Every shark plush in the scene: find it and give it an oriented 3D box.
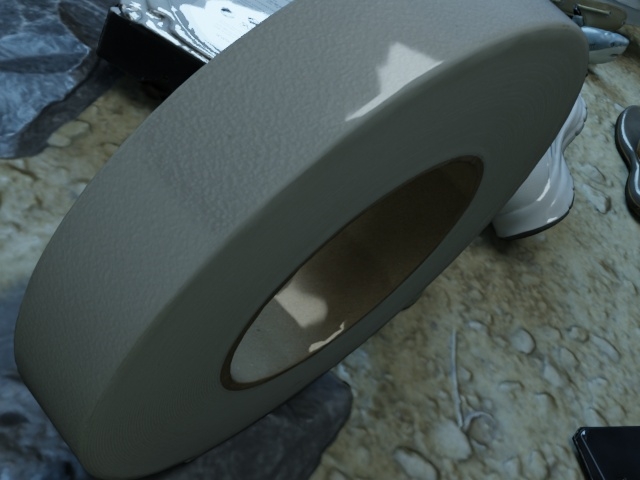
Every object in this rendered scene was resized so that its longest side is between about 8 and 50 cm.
[{"bbox_3d":[0.363,-0.309,1.240,0.161,0.067,0.073,45,45,14],"label":"shark plush"}]

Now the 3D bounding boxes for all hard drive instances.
[{"bbox_3d":[-0.053,-0.227,0.924,0.237,0.064,0.339,31,38,-1],"label":"hard drive"}]

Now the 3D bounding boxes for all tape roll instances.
[{"bbox_3d":[0.000,0.000,0.535,0.392,0.392,0.072,-26,67,-42],"label":"tape roll"}]

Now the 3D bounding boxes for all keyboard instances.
[{"bbox_3d":[0.319,0.218,0.776,0.180,0.023,0.108,4,43,-25],"label":"keyboard"}]

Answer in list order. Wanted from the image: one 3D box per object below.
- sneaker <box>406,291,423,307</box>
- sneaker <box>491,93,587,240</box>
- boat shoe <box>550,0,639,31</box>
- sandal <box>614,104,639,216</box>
[{"bbox_3d":[0.119,-0.040,0.828,0.083,0.118,0.222,29,44,-2],"label":"sneaker"},{"bbox_3d":[0.221,-0.137,0.948,0.129,0.111,0.297,50,34,-27],"label":"sneaker"},{"bbox_3d":[0.422,-0.370,1.303,0.302,0.103,0.113,22,31,-9],"label":"boat shoe"},{"bbox_3d":[0.431,-0.106,1.100,0.090,0.060,0.219,27,44,-5],"label":"sandal"}]
